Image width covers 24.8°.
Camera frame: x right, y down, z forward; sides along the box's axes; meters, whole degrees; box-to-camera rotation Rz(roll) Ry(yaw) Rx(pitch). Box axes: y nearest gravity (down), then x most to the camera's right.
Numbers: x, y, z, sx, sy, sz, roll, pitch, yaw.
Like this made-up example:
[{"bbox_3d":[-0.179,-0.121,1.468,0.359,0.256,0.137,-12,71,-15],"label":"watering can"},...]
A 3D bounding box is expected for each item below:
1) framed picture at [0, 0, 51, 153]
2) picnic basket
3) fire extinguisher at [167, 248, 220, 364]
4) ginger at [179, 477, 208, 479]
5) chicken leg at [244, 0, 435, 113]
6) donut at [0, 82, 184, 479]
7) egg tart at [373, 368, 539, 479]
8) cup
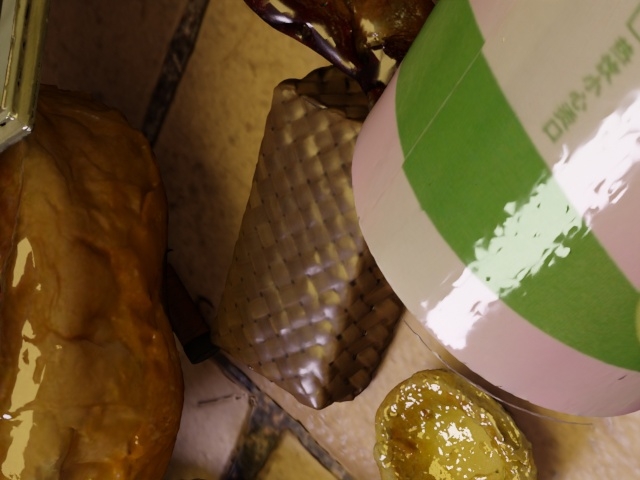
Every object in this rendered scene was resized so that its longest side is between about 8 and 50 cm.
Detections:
[{"bbox_3d":[-0.218,-0.159,0.872,0.231,0.018,0.293,-23,56,44],"label":"framed picture"},{"bbox_3d":[0.000,0.000,0.827,0.110,0.055,0.193,31,116,30],"label":"picnic basket"},{"bbox_3d":[-0.091,0.038,0.930,0.028,0.022,0.083,-32,76,0],"label":"fire extinguisher"},{"bbox_3d":[-0.068,0.216,0.919,0.334,0.081,0.147,-11,78,39],"label":"ginger"},{"bbox_3d":[0.018,-0.102,0.751,0.253,0.106,0.051,58,136,33],"label":"chicken leg"},{"bbox_3d":[-0.193,0.062,0.910,0.330,0.160,0.330,-16,71,56],"label":"donut"},{"bbox_3d":[0.077,0.117,0.798,0.105,0.039,0.105,10,106,37],"label":"egg tart"},{"bbox_3d":[0.154,-0.076,0.575,0.253,0.253,0.274,56,134,15],"label":"cup"}]
